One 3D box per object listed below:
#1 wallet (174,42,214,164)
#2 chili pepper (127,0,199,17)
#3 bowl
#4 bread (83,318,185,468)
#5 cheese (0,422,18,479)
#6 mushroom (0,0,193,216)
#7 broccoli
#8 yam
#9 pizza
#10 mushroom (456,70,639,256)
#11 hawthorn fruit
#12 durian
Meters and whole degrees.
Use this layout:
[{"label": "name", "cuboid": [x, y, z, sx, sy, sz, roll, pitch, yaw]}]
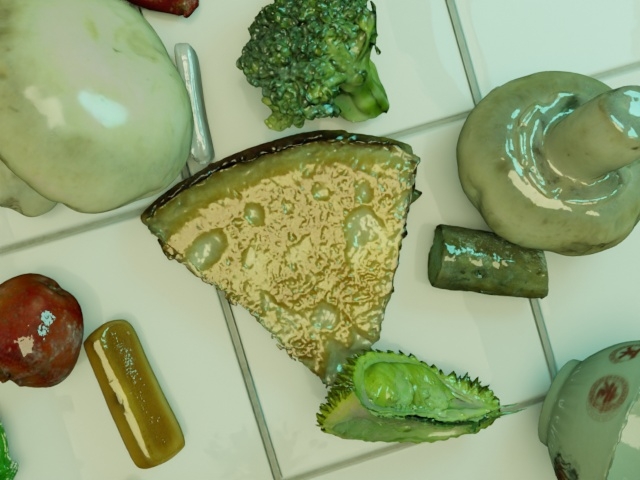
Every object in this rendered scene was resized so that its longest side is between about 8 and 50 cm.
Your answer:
[{"label": "wallet", "cuboid": [-0.197, -0.213, 1.335, 0.033, 0.095, 0.190, -8, 92, 2]}, {"label": "chili pepper", "cuboid": [-0.294, -0.444, 1.316, 0.144, 0.136, 0.252, -45, 106, -37]}, {"label": "bowl", "cuboid": [0.449, 0.287, 1.355, 0.157, 0.337, 0.337, 20, 90, 35]}, {"label": "bread", "cuboid": [-0.299, 0.241, 1.351, 0.092, 0.074, 0.239, -25, 94, -37]}, {"label": "cheese", "cuboid": [-0.628, 0.313, 1.319, 0.320, 0.083, 0.204, 27, 89, -7]}, {"label": "mushroom", "cuboid": [-0.344, -0.201, 1.231, 0.353, 0.353, 0.325, 38, 66, -5]}, {"label": "broccoli", "cuboid": [0.005, -0.288, 1.326, 0.288, 0.248, 0.245, -43, 131, -12]}, {"label": "yam", "cuboid": [0.277, 0.038, 1.384, 0.194, 0.107, 0.107, 8, 91, -6]}, {"label": "pizza", "cuboid": [-0.011, -0.031, 1.370, 0.435, 0.080, 0.392, 40, 88, -7]}, {"label": "mushroom", "cuboid": [0.380, -0.138, 1.270, 0.314, 0.336, 0.314, 4, 73, -14]}, {"label": "hawthorn fruit", "cuboid": [-0.441, 0.137, 1.295, 0.173, 0.173, 0.173, 0, 92, -5]}, {"label": "durian", "cuboid": [0.129, 0.265, 1.314, 0.352, 0.169, 0.158, 14, 98, -37]}]
